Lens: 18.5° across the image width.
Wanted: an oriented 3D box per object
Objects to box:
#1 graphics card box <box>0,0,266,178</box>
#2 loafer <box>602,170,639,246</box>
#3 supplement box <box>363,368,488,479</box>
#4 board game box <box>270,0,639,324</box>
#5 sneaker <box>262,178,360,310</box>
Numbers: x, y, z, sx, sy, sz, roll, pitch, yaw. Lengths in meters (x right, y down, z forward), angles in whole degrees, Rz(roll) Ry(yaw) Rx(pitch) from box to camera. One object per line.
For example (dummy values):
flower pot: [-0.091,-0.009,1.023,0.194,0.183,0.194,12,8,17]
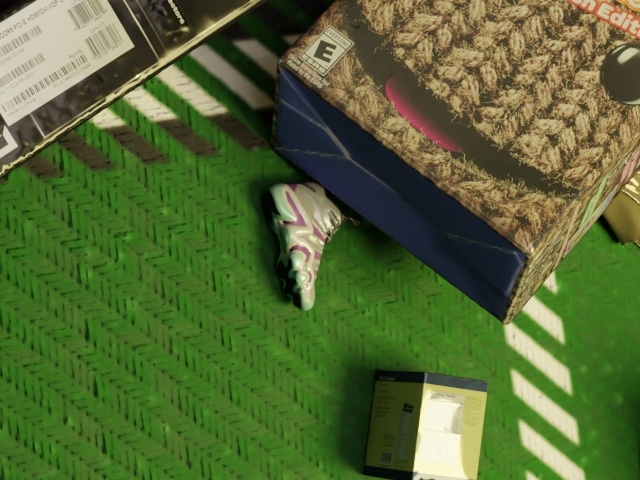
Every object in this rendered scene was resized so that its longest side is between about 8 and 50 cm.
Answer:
graphics card box: [-0.138,-0.163,1.330,0.371,0.233,0.094,-37,107,-21]
loafer: [0.257,-0.023,1.604,0.148,0.056,0.050,29,69,-21]
supplement box: [0.080,0.143,1.496,0.056,0.083,0.083,10,83,-25]
board game box: [0.143,-0.130,1.461,0.232,0.141,0.291,37,70,12]
sneaker: [0.000,0.000,1.492,0.069,0.038,0.098,-13,93,-24]
